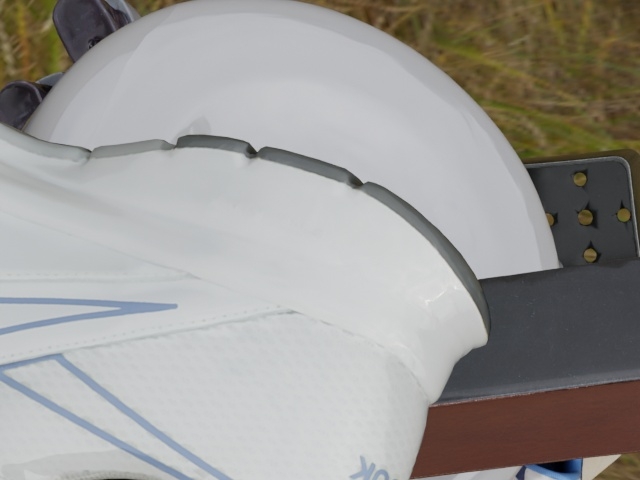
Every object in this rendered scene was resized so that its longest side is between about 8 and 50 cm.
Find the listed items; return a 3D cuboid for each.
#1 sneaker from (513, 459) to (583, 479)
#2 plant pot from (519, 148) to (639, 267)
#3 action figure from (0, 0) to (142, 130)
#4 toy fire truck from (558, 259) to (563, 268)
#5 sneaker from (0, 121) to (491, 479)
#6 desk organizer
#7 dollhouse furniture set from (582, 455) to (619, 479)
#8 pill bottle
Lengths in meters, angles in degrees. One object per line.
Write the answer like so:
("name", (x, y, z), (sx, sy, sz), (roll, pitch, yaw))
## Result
("sneaker", (0.097, 0.063, 0.807), (0.053, 0.059, 0.144), (10, 61, -19))
("plant pot", (0.230, -0.002, 1.673), (0.187, 0.167, 0.188), (-4, 105, 24))
("action figure", (-0.104, -0.089, 1.164), (0.185, 0.285, 0.099), (-38, 79, 19))
("toy fire truck", (0.083, 0.005, 1.329), (0.135, 0.047, 0.192), (-35, 85, -21))
("sneaker", (-0.107, 0.025, 0.500), (0.297, 0.111, 0.129), (12, 69, 21))
("desk organizer", (0.069, 0.043, 0.579), (0.130, 0.050, 0.047), (-8, 53, 11))
("dollhouse furniture set", (0.225, 0.078, 1.879), (0.198, 0.286, 0.303), (-41, 90, 0))
("pill bottle", (-0.085, 0.080, 0.805), (0.229, 0.408, 0.229), (11, 62, -22))
